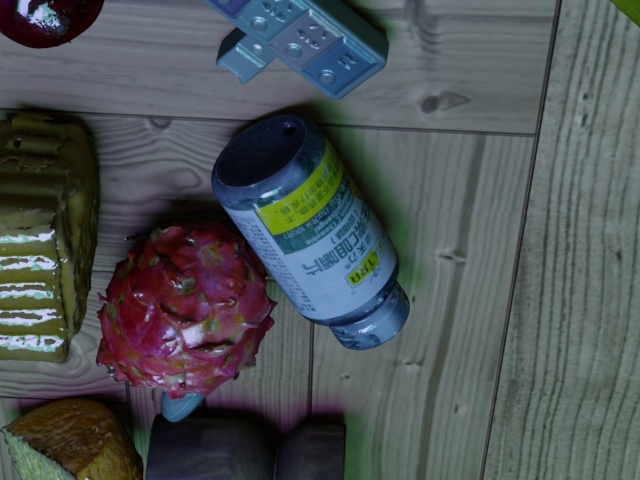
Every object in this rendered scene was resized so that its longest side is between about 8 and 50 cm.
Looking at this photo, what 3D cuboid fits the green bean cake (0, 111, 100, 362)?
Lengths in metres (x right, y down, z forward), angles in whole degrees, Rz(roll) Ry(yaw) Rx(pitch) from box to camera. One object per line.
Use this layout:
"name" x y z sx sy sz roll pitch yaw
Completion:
"green bean cake" -0.323 -0.003 1.608 0.131 0.224 0.230 4 129 0

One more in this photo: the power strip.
"power strip" -0.049 -0.228 1.505 0.215 0.061 0.145 36 131 -25

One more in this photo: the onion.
"onion" -0.282 -0.257 1.444 0.131 0.131 0.131 2 132 2

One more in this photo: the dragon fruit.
"dragon fruit" -0.169 0.094 1.704 0.210 0.205 0.268 -2 150 -49

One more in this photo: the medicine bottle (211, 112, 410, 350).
"medicine bottle" 0.000 0.000 1.644 0.141 0.141 0.293 -19 129 19

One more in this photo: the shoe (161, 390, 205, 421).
"shoe" -0.164 0.152 1.837 0.078 0.079 0.195 34 122 -19

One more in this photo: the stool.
"stool" -0.101 0.331 1.924 0.264 0.179 0.179 3 132 1

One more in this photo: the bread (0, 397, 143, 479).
"bread" -0.321 0.294 1.909 0.229 0.139 0.143 21 142 46

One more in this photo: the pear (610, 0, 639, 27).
"pear" 0.352 -0.296 1.290 0.292 0.292 0.159 -33 132 29
